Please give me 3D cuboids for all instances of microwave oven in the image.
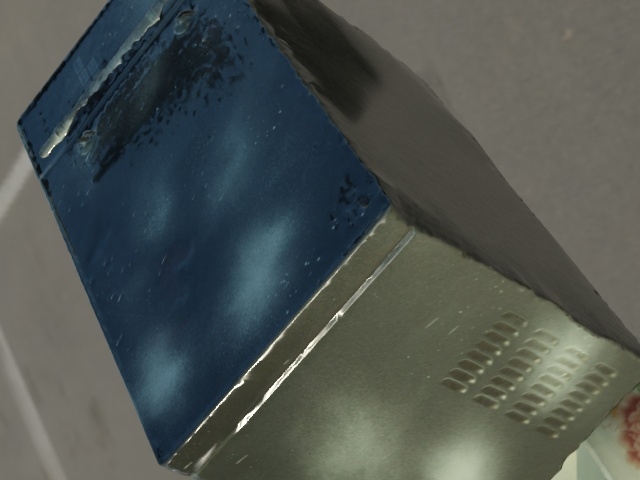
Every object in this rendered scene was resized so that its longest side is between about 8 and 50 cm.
[{"bbox_3d":[0.000,0.000,1.218,0.374,0.236,0.432,29,-161,-40],"label":"microwave oven"}]

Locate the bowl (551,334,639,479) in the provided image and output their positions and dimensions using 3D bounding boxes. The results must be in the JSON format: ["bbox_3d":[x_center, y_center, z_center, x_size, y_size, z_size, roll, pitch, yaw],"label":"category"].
[{"bbox_3d":[0.267,0.182,1.337,0.277,0.145,0.277,56,171,13],"label":"bowl"}]
